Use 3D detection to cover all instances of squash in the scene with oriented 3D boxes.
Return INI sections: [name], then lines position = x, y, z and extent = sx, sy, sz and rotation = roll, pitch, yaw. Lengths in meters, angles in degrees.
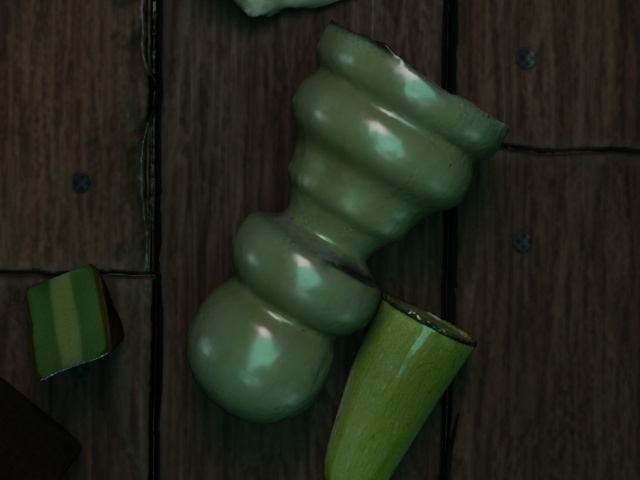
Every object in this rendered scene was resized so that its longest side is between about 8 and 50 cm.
[squash]
position = 0.056, 0.164, 1.146
extent = 0.094, 0.094, 0.224
rotation = 22, 97, -3

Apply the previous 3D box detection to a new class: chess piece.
[chess piece]
position = 0.000, 0.000, 1.095
extent = 0.182, 0.182, 0.330
rotation = 31, 96, -3

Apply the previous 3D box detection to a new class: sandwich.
[sandwich]
position = -0.217, 0.068, 1.105
extent = 0.074, 0.116, 0.074
rotation = -21, 93, -3

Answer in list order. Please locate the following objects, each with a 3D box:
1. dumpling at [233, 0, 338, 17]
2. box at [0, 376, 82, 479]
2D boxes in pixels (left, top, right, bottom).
[dumpling]
position = -0.009, -0.289, 1.116
extent = 0.252, 0.131, 0.179
rotation = -24, 113, -22
[box]
position = -0.317, 0.183, 1.026
extent = 0.184, 0.273, 0.143
rotation = 39, 90, -4
